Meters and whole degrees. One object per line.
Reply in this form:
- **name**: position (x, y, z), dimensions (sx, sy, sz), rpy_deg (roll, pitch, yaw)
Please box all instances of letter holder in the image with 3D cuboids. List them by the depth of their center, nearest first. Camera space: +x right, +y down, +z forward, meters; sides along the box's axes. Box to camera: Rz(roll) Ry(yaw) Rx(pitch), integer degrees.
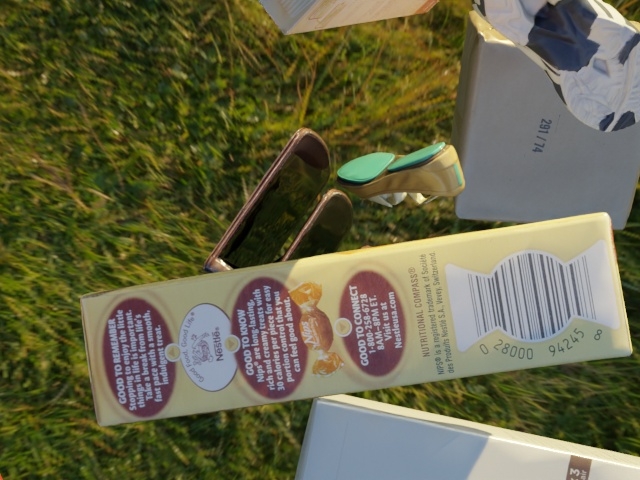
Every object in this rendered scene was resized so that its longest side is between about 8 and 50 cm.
- **letter holder**: position (0.000, 0.000, 1.366), dimensions (0.152, 0.302, 0.214), rpy_deg (32, 87, 9)

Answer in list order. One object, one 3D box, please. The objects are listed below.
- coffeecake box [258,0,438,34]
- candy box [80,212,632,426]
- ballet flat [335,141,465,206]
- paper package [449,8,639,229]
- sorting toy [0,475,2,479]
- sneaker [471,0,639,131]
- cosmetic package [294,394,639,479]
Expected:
- **coffeecake box**: position (0.005, -0.201, 0.624), dimensions (0.068, 0.185, 0.142), rpy_deg (-40, 83, 32)
- **candy box**: position (0.029, 0.051, 0.703), dimensions (0.316, 0.183, 0.088), rpy_deg (-8, 86, 10)
- **ballet flat**: position (0.102, -0.076, 1.421), dimensions (0.080, 0.232, 0.073), rpy_deg (-40, 108, -26)
- **paper package**: position (0.379, -0.201, 1.783), dimensions (0.309, 0.168, 0.325), rpy_deg (5, 120, -1)
- **sorting toy**: position (-0.142, 0.224, 0.459), dimensions (0.046, 0.132, 0.275), rpy_deg (-21, 98, 21)
- **sneaker**: position (0.211, -0.206, 0.984), dimensions (0.235, 0.153, 0.094), rpy_deg (26, 121, -32)
- **cosmetic package**: position (0.157, 0.292, 1.075), dimensions (0.384, 0.156, 0.217), rpy_deg (10, 86, -2)
